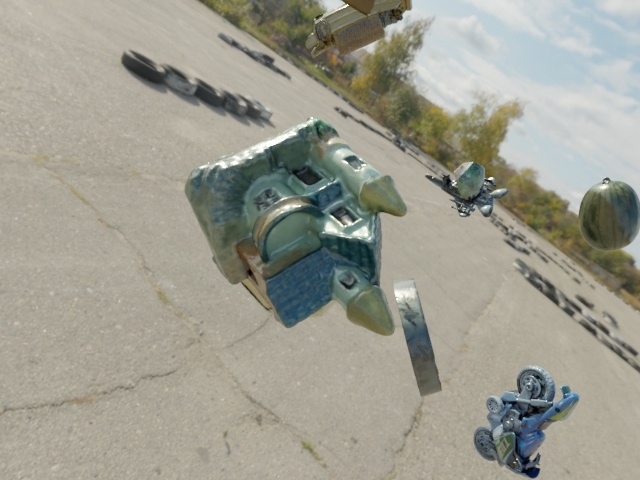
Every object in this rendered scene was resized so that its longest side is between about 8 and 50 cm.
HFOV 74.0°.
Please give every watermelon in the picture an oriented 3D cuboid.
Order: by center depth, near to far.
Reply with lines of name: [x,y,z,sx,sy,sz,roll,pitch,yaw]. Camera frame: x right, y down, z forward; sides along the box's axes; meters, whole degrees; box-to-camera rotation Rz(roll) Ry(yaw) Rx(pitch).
watermelon: [0.429,-0.039,0.631,0.078,0.111,0.078,-2,7,0]
watermelon: [0.352,-0.147,1.035,0.092,0.085,0.072,-10,9,-33]

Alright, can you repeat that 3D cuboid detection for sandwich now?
sandwich: [0.043,-0.417,0.658,0.116,0.074,0.074,23,35,-15]

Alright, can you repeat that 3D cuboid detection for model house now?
model house: [0.000,0.000,0.612,0.325,0.267,0.194,46,-23,37]

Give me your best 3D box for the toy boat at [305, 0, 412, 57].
toy boat: [0.107,-0.596,1.182,0.089,0.310,0.115,18,56,-78]

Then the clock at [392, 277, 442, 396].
clock: [0.179,0.175,0.788,0.215,0.041,0.215,-14,90,-81]

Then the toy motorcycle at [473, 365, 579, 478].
toy motorcycle: [0.395,0.363,0.825,0.092,0.255,0.135,5,29,-32]

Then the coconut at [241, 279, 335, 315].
coconut: [-0.042,0.037,1.115,0.352,0.353,0.353,32,19,-12]

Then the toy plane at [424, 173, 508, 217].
toy plane: [0.415,-0.155,1.258,0.246,0.169,0.078,36,-19,27]
